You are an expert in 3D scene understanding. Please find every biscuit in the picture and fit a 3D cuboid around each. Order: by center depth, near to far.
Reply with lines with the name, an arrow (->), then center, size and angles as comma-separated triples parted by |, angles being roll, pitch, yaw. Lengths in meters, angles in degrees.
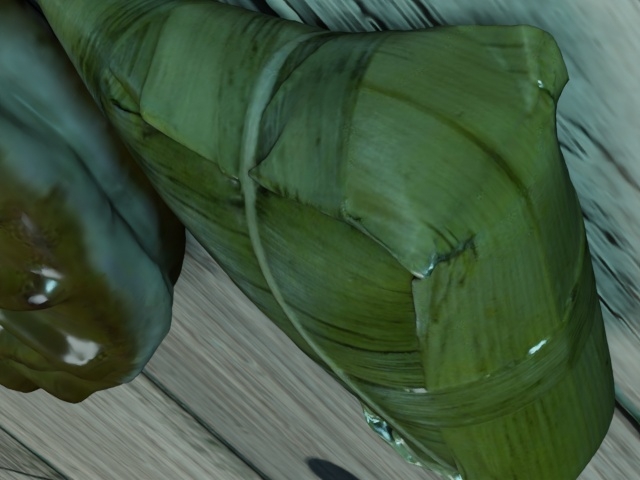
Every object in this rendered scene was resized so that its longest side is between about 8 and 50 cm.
biscuit -> -0.204, -0.047, 0.647 | 0.332, 0.103, 0.332 | 26, 155, 13

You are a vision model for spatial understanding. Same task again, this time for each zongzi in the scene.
zongzi -> 0.001, 0.001, 0.503 | 0.204, 0.094, 0.205 | 21, 155, 32
